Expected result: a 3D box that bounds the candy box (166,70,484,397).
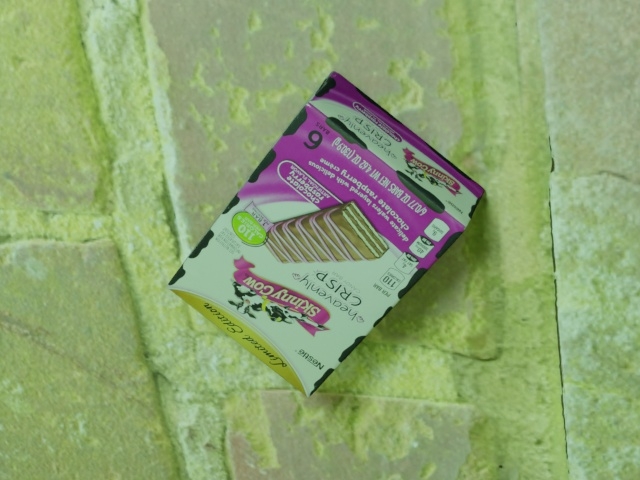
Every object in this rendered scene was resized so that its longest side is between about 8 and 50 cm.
[{"bbox_3d":[0.000,0.000,1.178,0.159,0.071,0.233,38,126,-2],"label":"candy box"}]
